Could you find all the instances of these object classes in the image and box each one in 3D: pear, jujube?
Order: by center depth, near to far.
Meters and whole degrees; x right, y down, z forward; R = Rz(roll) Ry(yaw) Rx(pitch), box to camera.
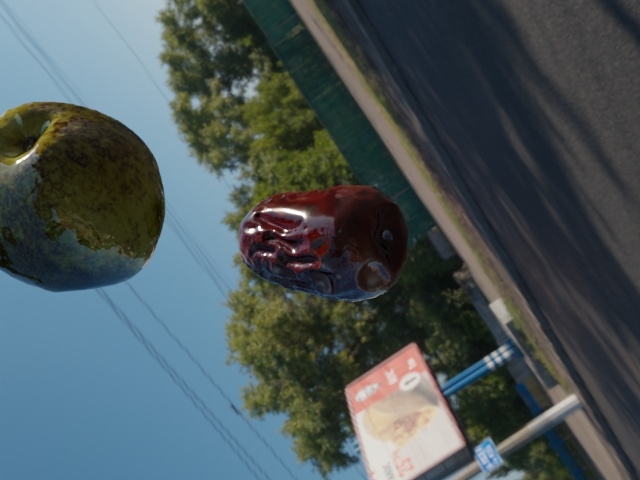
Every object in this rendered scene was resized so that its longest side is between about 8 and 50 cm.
[{"bbox_3d":[-0.257,-0.050,0.686,0.197,0.197,0.197,55,-174,-9],"label":"pear"},{"bbox_3d":[0.000,0.000,0.878,0.230,0.155,0.155,7,153,35],"label":"jujube"}]
